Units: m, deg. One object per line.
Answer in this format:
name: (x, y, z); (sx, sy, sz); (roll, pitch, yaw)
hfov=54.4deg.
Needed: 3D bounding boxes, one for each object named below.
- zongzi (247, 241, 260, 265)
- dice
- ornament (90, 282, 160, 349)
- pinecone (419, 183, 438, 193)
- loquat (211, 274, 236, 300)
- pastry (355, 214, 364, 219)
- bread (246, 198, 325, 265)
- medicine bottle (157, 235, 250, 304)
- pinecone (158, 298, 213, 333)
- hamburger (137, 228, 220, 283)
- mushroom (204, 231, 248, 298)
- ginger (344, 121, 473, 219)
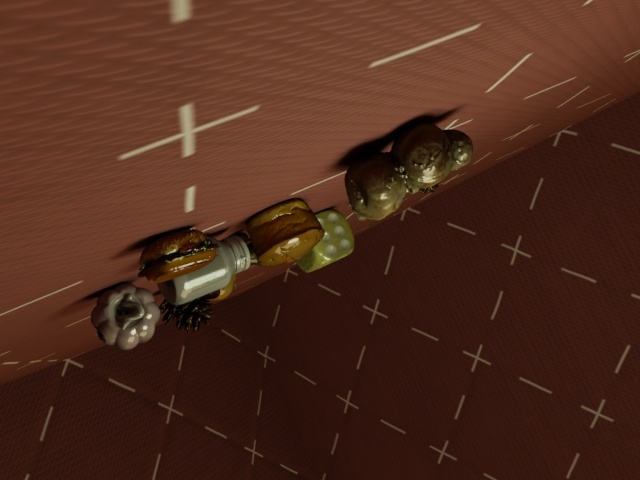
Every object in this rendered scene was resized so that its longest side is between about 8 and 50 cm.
zongzi: (-0.134, 0.007, 1.928); (0.221, 0.112, 0.242); (-31, 164, 34)
dice: (0.000, 0.000, 2.110); (0.166, 0.169, 0.169); (-23, 176, -29)
ornament: (-0.517, 0.200, 1.655); (0.177, 0.177, 0.177); (-25, 176, -2)
pinecone: (0.341, -0.208, 2.095); (0.109, 0.102, 0.102); (3, -173, 23)
loquat: (-0.333, 0.120, 1.954); (0.141, 0.141, 0.141); (-25, 176, -2)
pastry: (0.185, -0.130, 2.134); (0.166, 0.088, 0.166); (-22, 178, -1)
bread: (-0.092, -0.014, 1.649); (0.195, 0.142, 0.270); (-25, 173, 4)
medicine bottle: (-0.285, 0.062, 1.520); (0.215, 0.135, 0.135); (-22, 175, -34)
pinecone: (-0.478, 0.242, 2.238); (0.208, 0.207, 0.208); (-25, 176, -2)
hamburger: (-0.311, 0.031, 1.322); (0.137, 0.087, 0.166); (-28, 173, 42)
mushroom: (-0.283, 0.060, 1.727); (0.217, 0.148, 0.227); (-40, -177, -8)
ginger: (0.194, -0.160, 1.388); (0.304, 0.155, 0.244); (-25, 174, 14)
